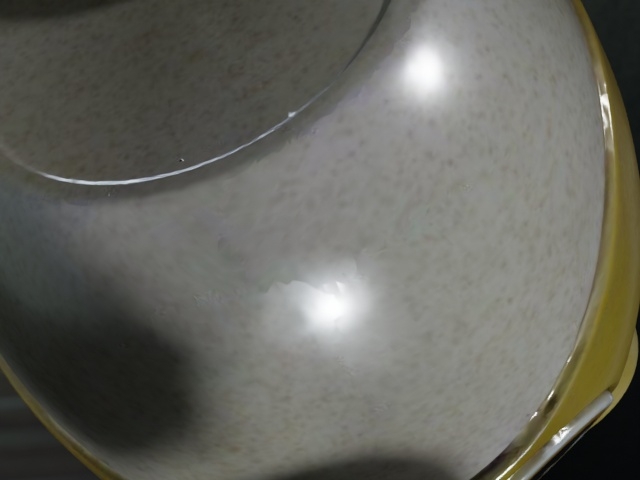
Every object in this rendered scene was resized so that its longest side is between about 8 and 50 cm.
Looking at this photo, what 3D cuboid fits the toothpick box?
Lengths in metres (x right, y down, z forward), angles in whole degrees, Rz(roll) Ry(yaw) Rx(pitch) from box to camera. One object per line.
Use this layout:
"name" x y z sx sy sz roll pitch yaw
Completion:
"toothpick box" 0.000 0.000 1.051 0.425 0.409 0.409 59 3 -48
